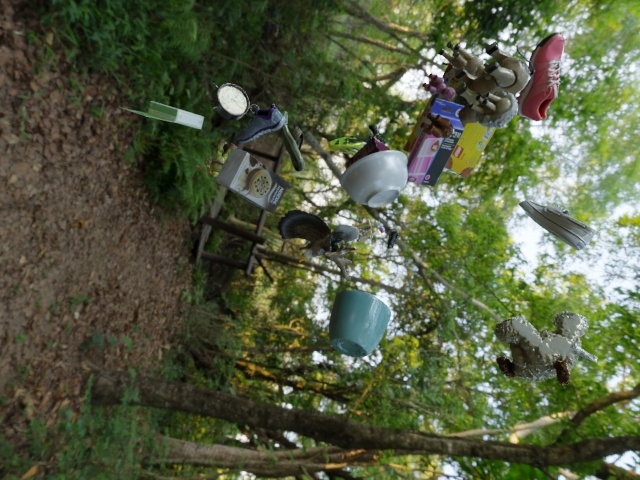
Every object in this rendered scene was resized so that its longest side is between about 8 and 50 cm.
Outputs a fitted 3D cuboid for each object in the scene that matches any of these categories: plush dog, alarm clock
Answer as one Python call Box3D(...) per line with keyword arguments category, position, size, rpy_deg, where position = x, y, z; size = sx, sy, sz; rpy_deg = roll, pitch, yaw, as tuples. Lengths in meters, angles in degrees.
Box3D(category="plush dog", position=(0.656, 0.346, 1.202), size=(0.225, 0.262, 0.210), rpy_deg=(77, 6, -54))
Box3D(category="alarm clock", position=(-0.322, -0.519, 1.548), size=(0.064, 0.192, 0.129), rpy_deg=(-21, -113, 56))

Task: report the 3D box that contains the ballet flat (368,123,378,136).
Box3D(category="ballet flat", position=(0.322, -0.642, 2.436), size=(0.173, 0.049, 0.057), rpy_deg=(-92, 180, -51))

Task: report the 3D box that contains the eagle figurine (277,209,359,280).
Box3D(category="eagle figurine", position=(-0.010, 0.004, 1.577), size=(0.298, 0.225, 0.226), rpy_deg=(44, -45, 49))

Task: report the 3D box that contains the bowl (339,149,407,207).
Box3D(category="bowl", position=(0.239, -0.227, 1.668), size=(0.298, 0.298, 0.134), rpy_deg=(121, -45, -60))

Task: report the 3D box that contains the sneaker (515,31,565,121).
Box3D(category="sneaker", position=(0.832, -0.584, 1.485), size=(0.136, 0.116, 0.314), rpy_deg=(-117, -161, -44))

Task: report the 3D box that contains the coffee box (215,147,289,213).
Box3D(category="coffee box", position=(-0.299, -0.262, 1.828), size=(0.119, 0.297, 0.168), rpy_deg=(23, -95, 39))

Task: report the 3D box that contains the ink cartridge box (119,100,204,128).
Box3D(category="ink cartridge box", position=(-0.569, -0.463, 1.467), size=(0.235, 0.171, 0.056), rpy_deg=(-1, 111, -58))

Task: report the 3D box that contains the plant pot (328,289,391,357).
Box3D(category="plant pot", position=(0.170, 0.420, 1.965), size=(0.235, 0.293, 0.293), rpy_deg=(-65, -178, -35))

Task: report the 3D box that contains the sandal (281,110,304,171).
Box3D(category="sandal", position=(-0.108, -0.428, 1.760), size=(0.120, 0.086, 0.303), rpy_deg=(89, -18, -67))

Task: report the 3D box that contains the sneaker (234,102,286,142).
Box3D(category="sneaker", position=(-0.240, -0.440, 1.508), size=(0.098, 0.224, 0.083), rpy_deg=(54, 29, -40))

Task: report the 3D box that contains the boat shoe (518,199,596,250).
Box3D(category="boat shoe", position=(0.756, -0.069, 1.304), size=(0.084, 0.095, 0.258), rpy_deg=(-48, -137, 13))

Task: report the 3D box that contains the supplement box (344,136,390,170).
Box3D(category="supplement box", position=(0.210, -0.350, 1.797), size=(0.188, 0.104, 0.081), rpy_deg=(-40, -143, 33))

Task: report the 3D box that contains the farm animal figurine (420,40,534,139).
Box3D(category="farm animal figurine", position=(0.446, -0.426, 1.151), size=(0.327, 0.172, 0.330), rpy_deg=(-4, -114, 62))

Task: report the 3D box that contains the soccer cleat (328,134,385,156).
Box3D(category="soccer cleat", position=(0.174, -0.431, 1.924), size=(0.093, 0.289, 0.121), rpy_deg=(-118, -152, -46))

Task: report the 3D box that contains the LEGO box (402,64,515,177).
Box3D(category="LEGO box", position=(0.707, -0.621, 2.101), size=(0.500, 0.193, 0.372), rpy_deg=(-63, -150, 12))

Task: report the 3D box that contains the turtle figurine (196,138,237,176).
Box3D(category="turtle figurine", position=(-0.558, -0.439, 2.221), size=(0.217, 0.269, 0.087), rpy_deg=(-68, 157, 2))

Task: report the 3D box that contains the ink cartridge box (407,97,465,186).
Box3D(category="ink cartridge box", position=(0.504, -0.419, 1.790), size=(0.069, 0.176, 0.371), rpy_deg=(-119, -139, -50))

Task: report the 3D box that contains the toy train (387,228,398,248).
Box3D(category="toy train", position=(0.272, -0.009, 1.538), size=(0.158, 0.027, 0.036), rpy_deg=(86, 0, -69))

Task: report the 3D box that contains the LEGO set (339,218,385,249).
Box3D(category="LEGO set", position=(0.194, -0.007, 2.119), size=(0.287, 0.132, 0.107), rpy_deg=(-31, -129, 30))
